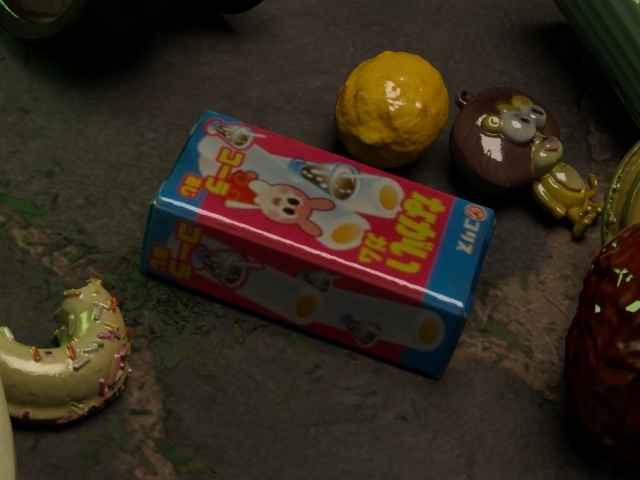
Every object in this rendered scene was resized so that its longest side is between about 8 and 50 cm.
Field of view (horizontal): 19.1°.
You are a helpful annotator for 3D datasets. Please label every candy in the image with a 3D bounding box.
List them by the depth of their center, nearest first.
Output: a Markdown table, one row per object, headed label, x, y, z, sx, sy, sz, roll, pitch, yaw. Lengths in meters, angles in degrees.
| label | x | y | z | sx | sy | sz | roll | pitch | yaw |
| --- | --- | --- | --- | --- | --- | --- | --- | --- | --- |
| candy | 0.000 | 0.001 | 1.791 | 0.306 | 0.100 | 0.157 | 19 | 40 | 3 |

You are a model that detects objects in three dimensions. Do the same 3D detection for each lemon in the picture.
| label | x | y | z | sx | sy | sz | roll | pitch | yaw |
| --- | --- | --- | --- | --- | --- | --- | --- | --- | --- |
| lemon | 0.074 | -0.137 | 1.959 | 0.114 | 0.114 | 0.155 | 24 | 36 | 7 |

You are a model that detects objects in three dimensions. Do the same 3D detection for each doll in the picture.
| label | x | y | z | sx | sy | sz | roll | pitch | yaw |
| --- | --- | --- | --- | --- | --- | --- | --- | --- | --- |
| doll | 0.218 | -0.091 | 1.977 | 0.188 | 0.096 | 0.145 | 24 | 48 | -8 |

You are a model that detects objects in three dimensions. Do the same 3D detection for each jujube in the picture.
| label | x | y | z | sx | sy | sz | roll | pitch | yaw |
| --- | --- | --- | --- | --- | --- | --- | --- | --- | --- |
| jujube | 0.317 | 0.085 | 1.705 | 0.213 | 0.232 | 0.213 | 10 | 44 | -10 |

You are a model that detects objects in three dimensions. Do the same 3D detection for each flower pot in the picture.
| label | x | y | z | sx | sy | sz | roll | pitch | yaw |
| --- | --- | --- | --- | --- | --- | --- | --- | --- | --- |
| flower pot | -0.189 | -0.333 | 1.987 | 0.267 | 0.266 | 0.266 | -8 | 46 | -41 |

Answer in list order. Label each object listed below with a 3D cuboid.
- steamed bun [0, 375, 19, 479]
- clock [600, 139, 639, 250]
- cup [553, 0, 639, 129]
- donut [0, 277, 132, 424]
| label | x | y | z | sx | sy | sz | roll | pitch | yaw |
| --- | --- | --- | --- | --- | --- | --- | --- | --- | --- |
| steamed bun | -0.395 | 0.152 | 1.336 | 0.371 | 0.290 | 0.456 | -4 | 45 | -25 |
| clock | 0.390 | -0.010 | 1.856 | 0.237 | 0.237 | 0.057 | 7 | 1 | -12 |
| cup | 0.480 | -0.248 | 2.088 | 0.401 | 0.310 | 0.392 | -5 | 50 | -21 |
| donut | -0.223 | 0.100 | 1.626 | 0.166 | 0.065 | 0.108 | -25 | 57 | -38 |
